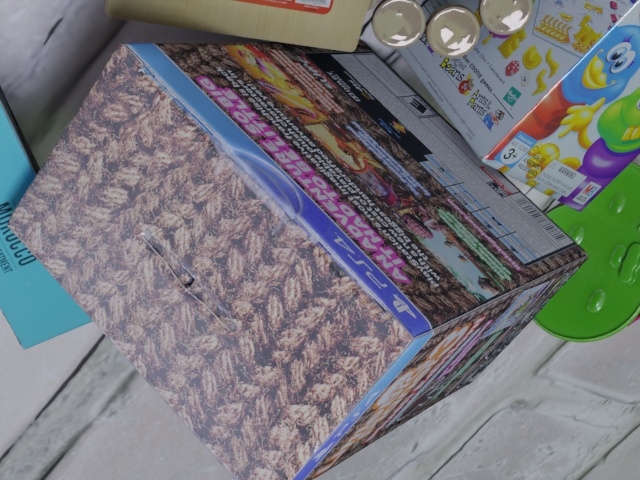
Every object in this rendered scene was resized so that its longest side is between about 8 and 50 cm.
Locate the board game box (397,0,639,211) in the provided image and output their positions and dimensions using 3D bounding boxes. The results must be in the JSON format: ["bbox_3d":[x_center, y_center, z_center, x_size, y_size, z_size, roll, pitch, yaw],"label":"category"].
[{"bbox_3d":[0.212,-0.177,0.919,0.275,0.144,0.142,-47,141,20],"label":"board game box"}]

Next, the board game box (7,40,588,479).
[{"bbox_3d":[0.000,0.000,0.823,0.141,0.232,0.291,-52,162,25],"label":"board game box"}]

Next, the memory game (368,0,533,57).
[{"bbox_3d":[0.080,-0.207,0.836,0.186,0.012,0.186,-1,118,-3],"label":"memory game"}]

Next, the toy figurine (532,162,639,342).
[{"bbox_3d":[0.284,0.018,1.245,0.159,0.130,0.173,15,100,-60],"label":"toy figurine"}]

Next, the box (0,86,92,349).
[{"bbox_3d":[-0.210,-0.043,0.817,0.060,0.100,0.244,-23,142,-8],"label":"box"}]

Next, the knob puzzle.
[{"bbox_3d":[-0.034,-0.219,0.783,0.213,0.030,0.213,-12,123,-19],"label":"knob puzzle"}]
